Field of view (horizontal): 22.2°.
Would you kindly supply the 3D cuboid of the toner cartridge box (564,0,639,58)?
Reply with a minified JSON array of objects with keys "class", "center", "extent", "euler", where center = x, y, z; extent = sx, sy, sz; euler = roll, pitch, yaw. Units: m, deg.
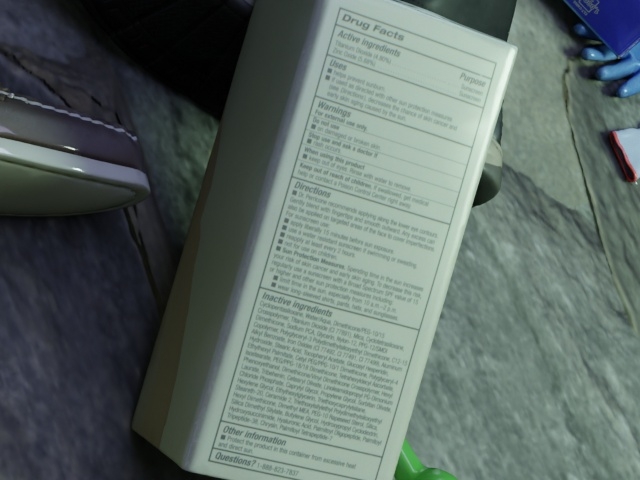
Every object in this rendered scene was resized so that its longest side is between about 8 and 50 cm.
[{"class":"toner cartridge box","center":[0.198,-0.337,1.406],"extent":[0.348,0.075,0.165],"euler":[47,53,1]}]

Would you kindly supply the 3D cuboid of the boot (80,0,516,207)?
[{"class":"boot","center":[0.008,-0.221,1.207],"extent":[0.377,0.138,0.284],"euler":[29,62,-21]}]

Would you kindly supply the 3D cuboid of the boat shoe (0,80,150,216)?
[{"class":"boat shoe","center":[-0.261,-0.081,1.017],"extent":[0.324,0.116,0.097],"euler":[7,68,-21]}]

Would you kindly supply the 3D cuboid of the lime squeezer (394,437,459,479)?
[{"class":"lime squeezer","center":[0.111,0.195,1.152],"extent":[0.310,0.059,0.110],"euler":[37,20,-11]}]

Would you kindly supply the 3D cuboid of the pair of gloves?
[{"class":"pair of gloves","center":[0.302,-0.124,1.416],"extent":[0.159,0.023,0.198],"euler":[-10,73,-33]}]

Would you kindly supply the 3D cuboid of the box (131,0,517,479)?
[{"class":"box","center":[0.000,0.000,1.043],"extent":[0.148,0.121,0.311],"euler":[18,89,-24]}]
